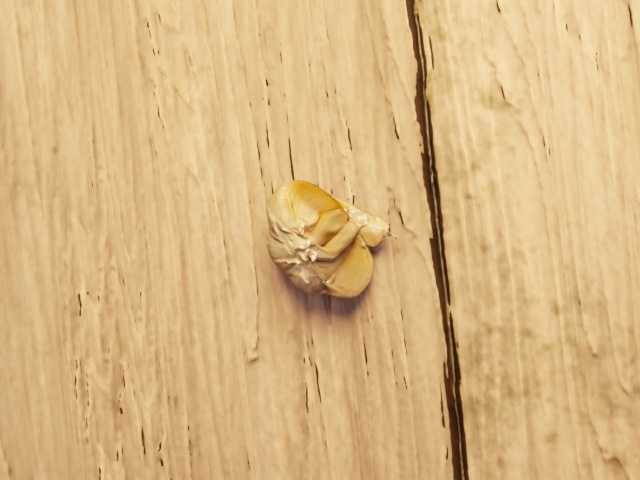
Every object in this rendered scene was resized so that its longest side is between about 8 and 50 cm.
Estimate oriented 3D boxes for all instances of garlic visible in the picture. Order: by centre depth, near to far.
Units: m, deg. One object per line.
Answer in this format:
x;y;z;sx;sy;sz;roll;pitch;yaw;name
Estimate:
-0.004;0.003;1.582;0.113;0.094;0.074;48;132;-6;garlic
